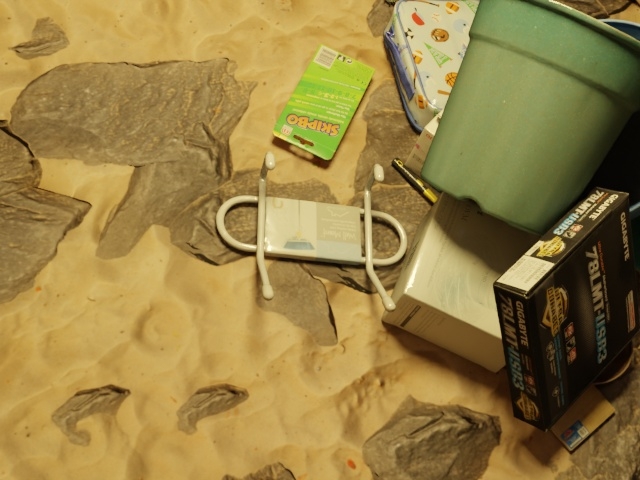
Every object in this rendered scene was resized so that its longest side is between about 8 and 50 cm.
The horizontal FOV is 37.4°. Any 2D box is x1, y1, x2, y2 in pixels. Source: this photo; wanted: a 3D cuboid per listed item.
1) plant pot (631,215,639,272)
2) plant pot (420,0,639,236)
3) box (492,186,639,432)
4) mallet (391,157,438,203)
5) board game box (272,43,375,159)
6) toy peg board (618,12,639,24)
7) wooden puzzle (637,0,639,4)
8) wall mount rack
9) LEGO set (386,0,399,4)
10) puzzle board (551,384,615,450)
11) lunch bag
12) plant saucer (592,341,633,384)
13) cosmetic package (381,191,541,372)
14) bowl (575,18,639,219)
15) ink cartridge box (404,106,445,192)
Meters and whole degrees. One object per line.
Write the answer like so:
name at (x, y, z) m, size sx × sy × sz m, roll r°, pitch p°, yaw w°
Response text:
plant pot at (0.709, -0.091, 1.793) m, size 0.235 × 0.293 × 0.293 m, roll -22°, pitch 67°, yaw -48°
plant pot at (0.347, -0.202, 1.571) m, size 0.341 × 0.341 × 0.334 m, roll 25°, pitch 99°, yaw -1°
box at (0.409, 0.111, 1.537) m, size 0.293 × 0.295 × 0.073 m, roll -36°, pitch 38°, yaw -29°
mallet at (0.198, -0.084, 1.784) m, size 0.190 × 0.039 × 0.062 m, roll 40°, pitch 60°, yaw 14°
board game box at (0.006, -0.265, 1.831) m, size 0.124 × 0.039 × 0.259 m, roll 25°, pitch 54°, yaw 0°
toy peg board at (0.674, -0.400, 2.061) m, size 0.161 × 0.079 × 0.161 m, roll -16°, pitch 51°, yaw 24°
wooden puzzle at (0.701, -0.757, 2.291) m, size 0.348 × 0.080 × 0.322 m, roll 33°, pitch 57°, yaw 4°
wall mount rack at (0.000, 0.000, 1.618) m, size 0.350 × 0.130 × 0.304 m, roll 6°, pitch 59°, yaw -12°
LEGO set at (0.153, -0.525, 2.036) m, size 0.054 × 0.023 × 0.083 m, roll -5°, pitch 49°, yaw -21°
puzzle board at (0.441, 0.294, 1.645) m, size 0.128 × 0.011 × 0.096 m, roll -32°, pitch 74°, yaw -28°
lunch bag at (0.255, -0.359, 1.914) m, size 0.243 × 0.115 × 0.303 m, roll -7°, pitch 64°, yaw -17°
plant saucer at (0.459, 0.175, 1.695) m, size 0.199 × 0.036 × 0.198 m, roll 6°, pitch 55°, yaw -8°
cosmetic package at (0.260, 0.071, 1.639) m, size 0.225 × 0.138 × 0.224 m, roll 25°, pitch 62°, yaw -2°
bowl at (0.487, -0.206, 1.711) m, size 0.077 × 0.391 × 0.391 m, roll 25°, pitch 42°, yaw -55°
ink cartridge box at (0.238, -0.179, 1.783) m, size 0.092 × 0.143 × 0.090 m, roll 39°, pitch 58°, yaw 8°
